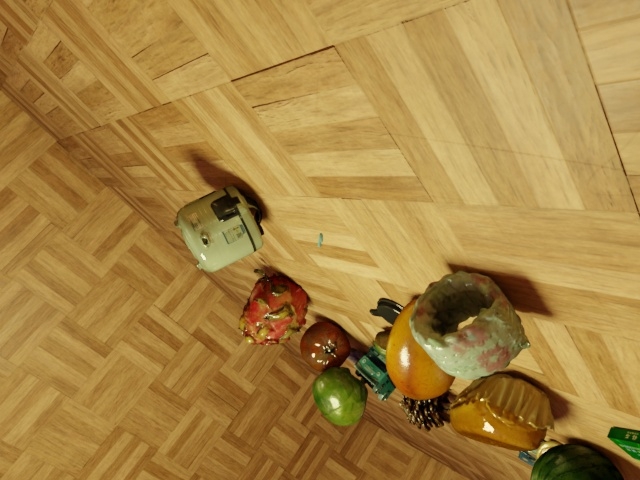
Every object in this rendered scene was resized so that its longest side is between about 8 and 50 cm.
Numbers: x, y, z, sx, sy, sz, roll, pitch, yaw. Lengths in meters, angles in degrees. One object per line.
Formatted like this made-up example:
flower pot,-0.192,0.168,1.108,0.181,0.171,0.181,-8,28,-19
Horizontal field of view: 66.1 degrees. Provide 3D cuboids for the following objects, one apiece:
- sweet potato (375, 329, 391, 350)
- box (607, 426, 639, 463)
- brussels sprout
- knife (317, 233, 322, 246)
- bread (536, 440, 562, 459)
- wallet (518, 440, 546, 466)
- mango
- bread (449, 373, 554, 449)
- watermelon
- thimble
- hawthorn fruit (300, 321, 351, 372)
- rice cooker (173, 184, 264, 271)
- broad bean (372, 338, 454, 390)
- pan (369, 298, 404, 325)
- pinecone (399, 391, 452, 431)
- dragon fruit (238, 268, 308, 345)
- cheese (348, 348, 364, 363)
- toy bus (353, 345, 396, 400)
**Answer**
sweet potato,0.238,0.325,1.598,0.077,0.077,0.244,39,163,-4
box,0.803,0.520,1.135,0.235,0.034,0.132,39,160,-5
brussels sprout,0.075,0.599,1.910,0.244,0.244,0.244,32,160,14
knife,0.000,0.000,1.383,0.014,0.005,0.091,35,160,11
bread,0.731,0.677,1.532,0.110,0.024,0.110,7,105,27
wallet,0.741,0.722,1.656,0.141,0.059,0.202,19,156,27
mango,0.278,0.300,1.345,0.201,0.199,0.350,0,133,15
bread,0.495,0.496,1.388,0.236,0.183,0.388,27,158,20
watermelon,0.715,0.689,1.365,0.242,0.242,0.242,32,160,14
thimble,0.301,0.171,0.994,0.211,0.185,0.149,-8,135,44
hawthorn fruit,0.014,0.447,2.089,0.211,0.210,0.262,38,172,-2
rice cooker,-0.287,-0.041,1.449,0.226,0.244,0.226,61,169,21
broad bean,0.321,0.436,1.743,0.318,0.056,0.098,30,153,5
pan,0.206,0.231,1.512,0.136,0.028,0.235,42,160,-11
pinecone,0.400,0.617,1.831,0.212,0.168,0.185,12,143,54
dragon fruit,-0.195,0.287,1.937,0.250,0.291,0.269,35,160,23
cheese,0.164,0.524,2.215,0.105,0.042,0.191,39,159,-9
toy bus,0.232,0.521,1.934,0.128,0.147,0.256,38,167,31
